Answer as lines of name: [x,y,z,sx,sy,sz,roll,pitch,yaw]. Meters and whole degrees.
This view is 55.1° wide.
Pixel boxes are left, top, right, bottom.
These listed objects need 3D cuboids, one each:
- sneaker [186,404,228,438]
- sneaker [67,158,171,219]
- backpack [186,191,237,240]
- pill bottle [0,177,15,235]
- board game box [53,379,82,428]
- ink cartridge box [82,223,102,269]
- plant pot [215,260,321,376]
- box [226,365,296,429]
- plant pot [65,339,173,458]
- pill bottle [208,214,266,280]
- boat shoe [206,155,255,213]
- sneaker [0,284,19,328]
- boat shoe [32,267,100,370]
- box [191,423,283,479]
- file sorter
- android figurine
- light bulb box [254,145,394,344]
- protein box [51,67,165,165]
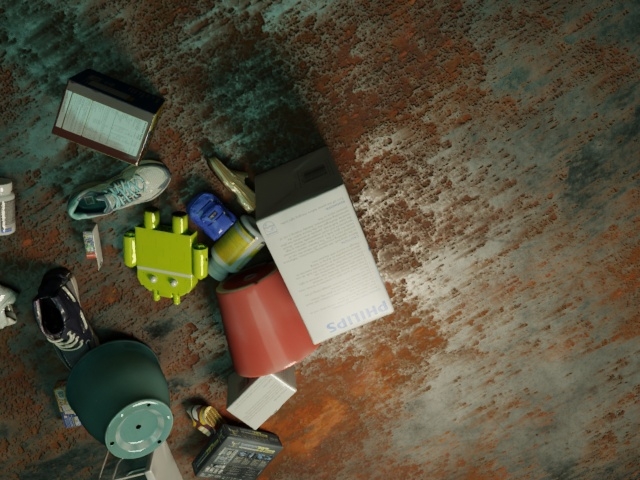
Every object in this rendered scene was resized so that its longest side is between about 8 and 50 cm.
sneaker: [-0.354,0.579,1.935,0.084,0.069,0.185,2,130,27]
sneaker: [-0.521,-0.117,1.591,0.283,0.122,0.110,-22,114,2]
backpack: [-0.294,-0.073,1.649,0.098,0.101,0.120,-46,110,-14]
pill bottle: [-0.833,-0.089,1.586,0.078,0.078,0.137,6,111,-10]
board game box: [-0.688,0.484,1.856,0.193,0.045,0.147,-7,112,-5]
ink cartridge box: [-0.618,0.018,1.665,0.029,0.063,0.115,-3,112,-7]
plant pot: [-0.157,0.205,1.711,0.275,0.275,0.243,-21,103,1]
box: [-0.176,0.425,1.825,0.119,0.182,0.181,41,101,-18]
plant pot: [-0.536,0.454,1.702,0.271,0.255,0.272,-15,118,-30]
pill bottle: [-0.236,0.024,1.695,0.103,0.103,0.184,41,102,-20]
boat shoe: [-0.227,-0.162,1.649,0.072,0.068,0.190,-41,122,-3]
sneaker: [-0.912,0.226,1.701,0.115,0.090,0.232,25,108,-20]
boat shoe: [-0.711,0.261,1.701,0.127,0.158,0.341,-12,113,-2]
box: [-0.262,0.681,1.946,0.232,0.059,0.183,26,109,-39]
file sorter: [-0.548,0.773,1.916,0.173,0.193,0.278,-15,113,2]
android figurine: [-0.423,0.047,1.678,0.248,0.056,0.273,11,112,11]
light bulb box: [0.000,0.000,1.579,0.225,0.358,0.361,-22,114,4]
protein box: [-0.502,-0.300,1.476,0.201,0.200,0.136,21,108,-15]
